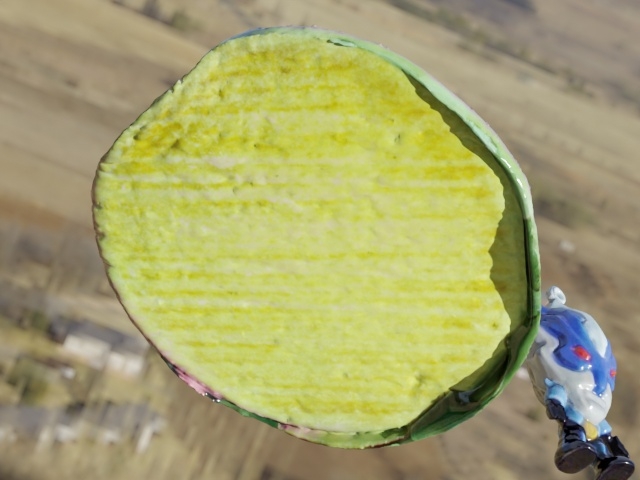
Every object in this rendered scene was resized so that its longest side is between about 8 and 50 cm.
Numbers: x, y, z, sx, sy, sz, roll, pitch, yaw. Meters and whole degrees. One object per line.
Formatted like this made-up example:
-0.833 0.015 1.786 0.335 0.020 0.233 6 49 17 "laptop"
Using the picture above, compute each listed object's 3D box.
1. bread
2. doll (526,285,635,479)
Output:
0.000 0.000 0.951 0.228 0.228 0.033 24 35 8 "bread"
0.188 0.103 1.486 0.096 0.070 0.195 33 30 -29 "doll"
